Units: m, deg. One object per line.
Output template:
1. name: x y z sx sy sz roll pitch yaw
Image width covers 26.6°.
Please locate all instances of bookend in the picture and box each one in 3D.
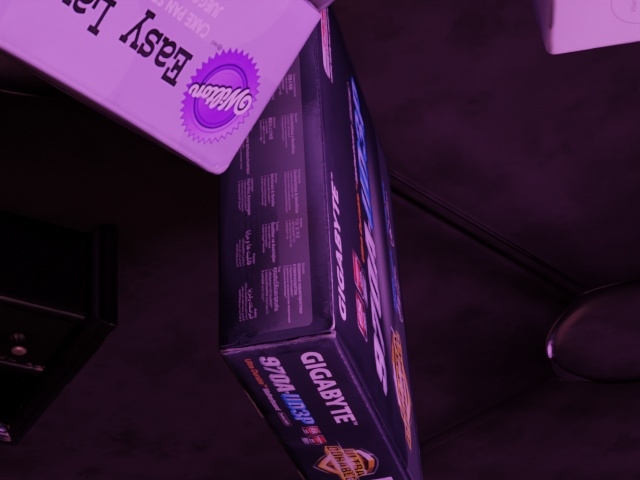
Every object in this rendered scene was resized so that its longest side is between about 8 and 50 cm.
1. bookend: -0.222 0.043 0.801 0.156 0.072 0.157 17 138 -29

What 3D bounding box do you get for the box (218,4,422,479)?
1. box: 0.000 0.000 0.650 0.051 0.220 0.175 -11 143 11

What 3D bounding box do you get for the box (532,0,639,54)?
1. box: 0.169 -0.164 0.559 0.170 0.091 0.130 -8 145 2

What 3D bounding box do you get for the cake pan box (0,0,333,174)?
1. cake pan box: -0.053 -0.170 0.391 0.245 0.070 0.267 -56 145 1
